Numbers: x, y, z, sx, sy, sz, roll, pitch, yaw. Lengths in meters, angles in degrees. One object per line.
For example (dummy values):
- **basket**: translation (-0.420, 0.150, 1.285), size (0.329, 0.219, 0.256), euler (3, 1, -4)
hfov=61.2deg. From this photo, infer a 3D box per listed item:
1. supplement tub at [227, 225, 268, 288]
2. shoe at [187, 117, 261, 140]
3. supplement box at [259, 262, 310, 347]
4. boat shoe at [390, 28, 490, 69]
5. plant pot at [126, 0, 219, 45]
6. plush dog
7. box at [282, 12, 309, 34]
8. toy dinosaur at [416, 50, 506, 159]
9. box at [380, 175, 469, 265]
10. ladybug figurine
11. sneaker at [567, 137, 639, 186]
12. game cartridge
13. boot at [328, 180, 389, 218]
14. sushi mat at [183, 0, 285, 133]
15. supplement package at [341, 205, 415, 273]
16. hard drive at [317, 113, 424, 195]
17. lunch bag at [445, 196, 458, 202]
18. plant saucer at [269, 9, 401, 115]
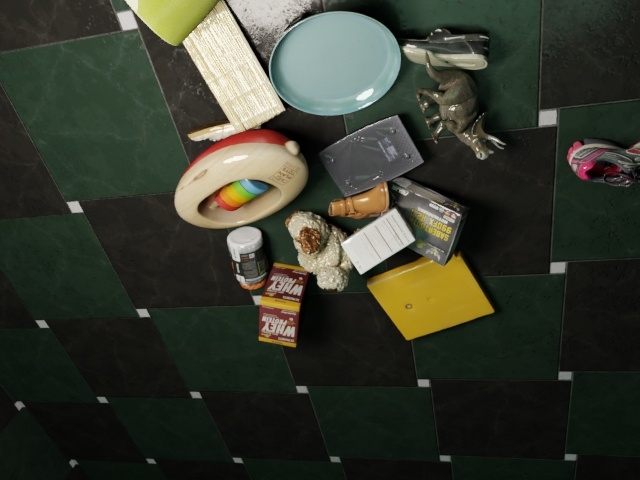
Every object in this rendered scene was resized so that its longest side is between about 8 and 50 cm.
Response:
- **supplement tub**: translation (-0.233, 0.060, 1.763), size (0.117, 0.117, 0.190), euler (2, 126, 11)
- **shoe**: translation (-0.269, -0.305, 1.520), size (0.219, 0.076, 0.058), euler (-9, 118, 16)
- **supplement box**: translation (-0.119, 0.214, 1.805), size (0.129, 0.194, 0.191), euler (10, 128, 5)
- **boat shoe**: translation (0.285, -0.464, 1.294), size (0.233, 0.084, 0.079), euler (10, 90, 13)
- **plant pot**: translation (-0.289, -0.634, 1.187), size (0.294, 0.274, 0.274), euler (-32, 116, 13)
- **plush dog**: translation (0.000, 0.000, 1.628), size (0.225, 0.262, 0.210), euler (39, 92, -29)
- **box**: translation (-0.047, -0.504, 1.316), size (0.052, 0.083, 0.062), euler (-22, 119, 27)
- **toy dinosaur**: translation (0.333, -0.345, 1.351), size (0.160, 0.121, 0.313), euler (-21, 118, 13)
- **box**: translation (0.286, -0.058, 1.538), size (0.231, 0.056, 0.183), euler (31, 132, 25)
- **ladybug figurine**: translation (-0.223, -0.178, 1.516), size (0.449, 0.161, 0.305), euler (-25, 150, 33)
- **sneaker**: translation (0.786, -0.180, 1.363), size (0.299, 0.112, 0.120), euler (3, 127, 10)
- **game cartridge**: translation (0.360, 0.178, 1.771), size (0.324, 0.052, 0.285), euler (-24, 118, 24)
- **boot**: translation (0.108, -0.107, 1.532), size (0.153, 0.072, 0.197), euler (-1, 157, -9)
- **sushi mat**: translation (-0.232, -0.441, 1.405), size (0.151, 0.019, 0.316), euler (-26, 111, 12)
- **supplement package**: translation (0.163, -0.003, 1.505), size (0.179, 0.105, 0.105), euler (-33, 91, 12)
- **hard drive**: translation (0.138, -0.237, 1.496), size (0.255, 0.054, 0.172), euler (-22, 119, 27)
- **lunch bag**: translation (0.367, -0.074, 1.561), size (0.065, 0.067, 0.098), euler (7, 127, 8)
- **plant saucer**: translation (0.034, -0.430, 1.313), size (0.318, 0.043, 0.317), euler (-5, 150, -3)
